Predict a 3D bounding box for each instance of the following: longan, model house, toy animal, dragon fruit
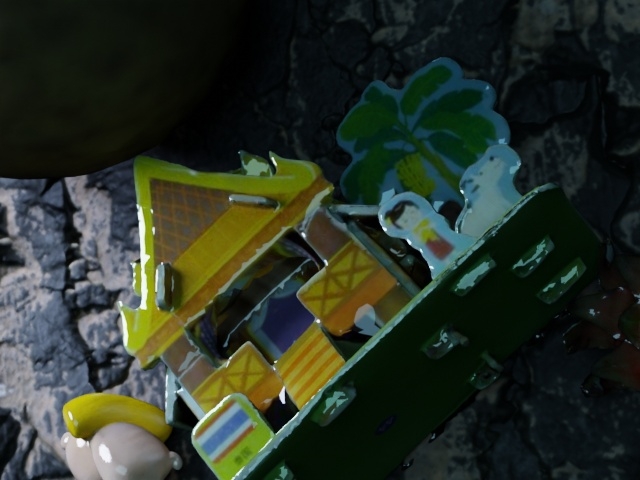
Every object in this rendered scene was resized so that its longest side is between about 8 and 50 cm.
[{"bbox_3d":[-0.247,-0.239,1.221,0.391,0.391,0.391,-3,78,17],"label":"longan"},{"bbox_3d":[0.000,0.000,1.171,0.358,0.242,0.313,-45,67,7],"label":"model house"},{"bbox_3d":[-0.166,0.183,1.274,0.114,0.091,0.082,42,122,32],"label":"toy animal"},{"bbox_3d":[0.266,0.065,1.134,0.130,0.121,0.142,-30,44,-33],"label":"dragon fruit"}]
